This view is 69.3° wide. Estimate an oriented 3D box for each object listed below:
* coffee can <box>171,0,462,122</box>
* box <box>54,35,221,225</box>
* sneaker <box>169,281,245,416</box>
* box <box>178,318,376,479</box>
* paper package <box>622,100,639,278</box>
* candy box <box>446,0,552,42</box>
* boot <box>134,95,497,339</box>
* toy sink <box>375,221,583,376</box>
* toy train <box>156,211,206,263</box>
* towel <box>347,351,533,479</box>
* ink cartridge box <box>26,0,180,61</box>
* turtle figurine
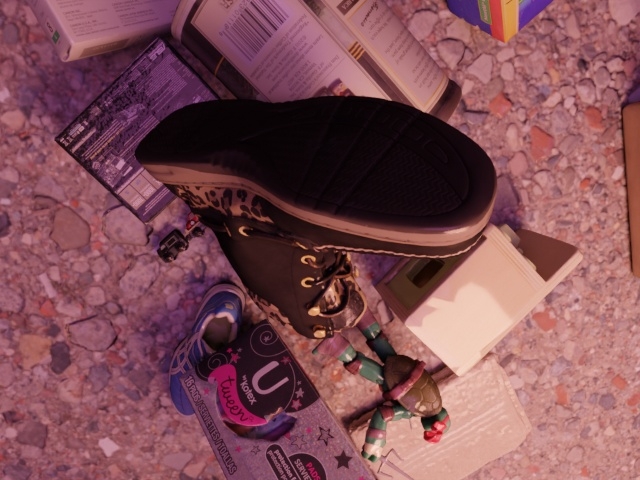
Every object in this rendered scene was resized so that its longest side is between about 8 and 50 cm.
[{"bbox_3d":[-0.001,-0.209,0.547,0.201,0.201,0.275,-45,105,3],"label":"coffee can"},{"bbox_3d":[-0.208,-0.137,0.595,0.180,0.077,0.147,-43,105,3],"label":"box"},{"bbox_3d":[-0.170,0.165,0.667,0.080,0.081,0.211,17,101,-14],"label":"sneaker"},{"bbox_3d":[-0.045,0.254,0.592,0.142,0.247,0.163,-34,145,-12],"label":"box"},{"bbox_3d":[0.596,-0.060,0.607,0.168,0.325,0.309,-13,104,-6],"label":"paper package"},{"bbox_3d":[0.275,-0.442,0.511,0.317,0.122,0.268,-40,147,3],"label":"candy box"},{"bbox_3d":[0.000,0.000,0.504,0.138,0.377,0.284,-58,144,-30],"label":"boot"},{"bbox_3d":[0.212,0.043,0.662,0.234,0.153,0.131,-45,105,4],"label":"toy sink"},{"bbox_3d":[-0.169,-0.030,0.653,0.158,0.027,0.036,-41,94,2],"label":"toy train"},{"bbox_3d":[0.202,0.315,0.776,0.282,0.049,0.187,-29,104,-1],"label":"towel"},{"bbox_3d":[-0.255,-0.330,0.509,0.181,0.056,0.225,-38,107,-38],"label":"ink cartridge box"},{"bbox_3d":[0.105,0.209,0.660,0.234,0.175,0.118,49,120,11],"label":"turtle figurine"}]
